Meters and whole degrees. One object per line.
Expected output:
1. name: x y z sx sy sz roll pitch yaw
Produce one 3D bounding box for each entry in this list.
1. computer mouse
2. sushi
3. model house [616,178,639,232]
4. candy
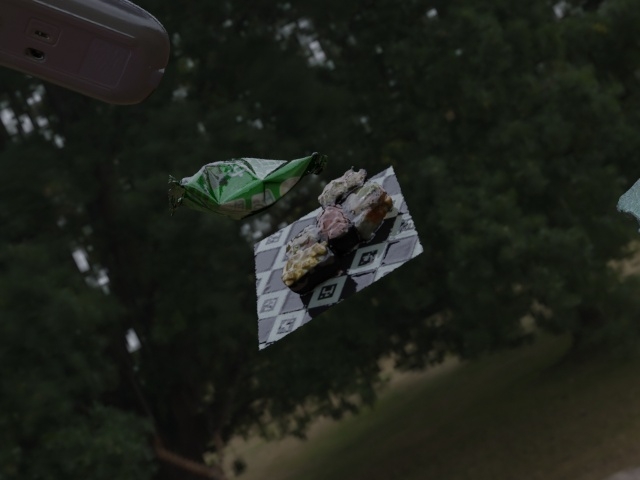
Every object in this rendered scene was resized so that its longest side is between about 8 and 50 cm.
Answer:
1. computer mouse: -0.272 -0.216 1.293 0.232 0.057 0.120 17 -55 -19
2. sushi: 0.000 0.000 1.966 0.292 0.059 0.294 -31 31 11
3. model house: 0.567 -0.037 1.962 0.148 0.119 0.149 -43 -45 -7
4. candy: -0.090 -0.068 1.564 0.203 0.078 0.141 -13 8 -9
